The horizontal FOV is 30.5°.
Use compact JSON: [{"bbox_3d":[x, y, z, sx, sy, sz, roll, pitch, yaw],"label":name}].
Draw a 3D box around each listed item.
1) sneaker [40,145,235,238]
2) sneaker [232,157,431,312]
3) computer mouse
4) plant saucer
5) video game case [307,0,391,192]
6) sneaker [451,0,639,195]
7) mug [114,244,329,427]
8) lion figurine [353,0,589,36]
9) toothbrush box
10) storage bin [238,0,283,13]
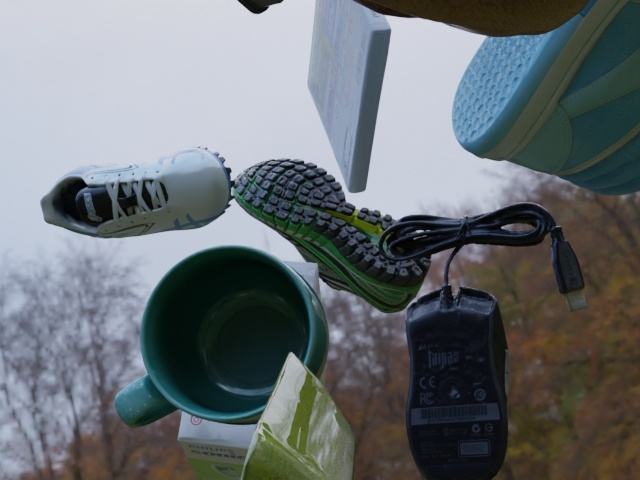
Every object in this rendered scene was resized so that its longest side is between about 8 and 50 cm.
[{"bbox_3d":[-0.182,-0.040,1.164,0.237,0.085,0.086,-7,14,38],"label":"sneaker"},{"bbox_3d":[0.000,0.000,1.774,0.134,0.343,0.146,-40,-24,-36],"label":"sneaker"},{"bbox_3d":[0.163,0.094,1.096,0.184,0.262,0.060,-12,-14,18],"label":"computer mouse"},{"bbox_3d":[-0.022,0.159,0.523,0.045,0.188,0.188,14,5,2],"label":"plant saucer"},{"bbox_3d":[0.027,-0.192,1.253,0.023,0.193,0.212,-7,-44,-14],"label":"video game case"},{"bbox_3d":[0.273,-0.172,0.960,0.208,0.127,0.319,22,-57,-25],"label":"sneaker"},{"bbox_3d":[-0.072,0.075,0.887,0.157,0.129,0.097,-3,-11,11],"label":"mug"},{"bbox_3d":[0.052,-0.157,0.570,0.240,0.392,0.142,18,-67,-17],"label":"lion figurine"},{"bbox_3d":[-0.065,0.170,1.295,0.122,0.206,0.283,6,-25,4],"label":"toothbrush box"},{"bbox_3d":[-0.072,-0.417,1.769,0.098,0.135,0.091,38,-10,-27],"label":"storage bin"}]
